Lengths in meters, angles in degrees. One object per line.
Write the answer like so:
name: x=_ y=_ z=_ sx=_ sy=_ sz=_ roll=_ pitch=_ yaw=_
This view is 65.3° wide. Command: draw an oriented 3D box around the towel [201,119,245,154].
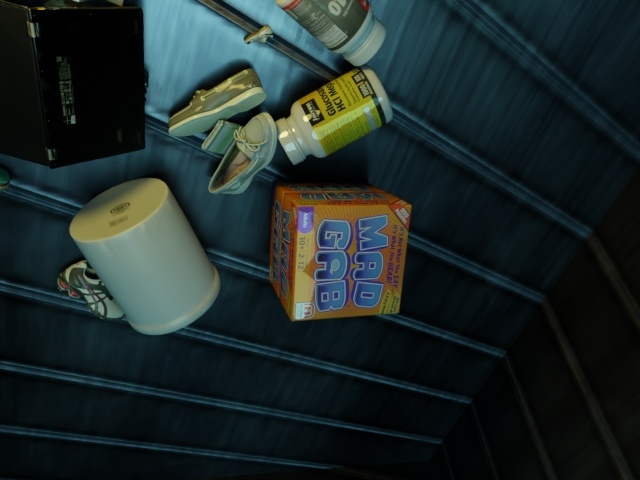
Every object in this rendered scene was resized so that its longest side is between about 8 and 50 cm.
towel: x=-0.276 y=-0.309 z=1.515 sx=0.113 sy=0.023 sz=0.152 roll=-46 pitch=157 yaw=26

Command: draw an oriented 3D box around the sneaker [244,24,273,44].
sneaker: x=-0.169 y=-0.561 z=1.389 sx=0.083 sy=0.032 sz=0.037 roll=-27 pitch=130 yaw=4

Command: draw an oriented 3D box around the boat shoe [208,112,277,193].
boat shoe: x=-0.236 y=-0.251 z=1.510 sx=0.103 sy=0.118 sz=0.320 roll=-19 pitch=160 yaw=-47

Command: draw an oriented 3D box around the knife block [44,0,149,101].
knife block: x=-0.576 y=-0.466 z=1.296 sx=0.275 sy=0.088 sz=0.242 roll=15 pitch=120 yaw=-28

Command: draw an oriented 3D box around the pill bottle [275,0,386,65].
pill bottle: x=0.035 y=-0.609 z=1.334 sx=0.283 sy=0.161 sz=0.161 roll=29 pitch=114 yaw=-33

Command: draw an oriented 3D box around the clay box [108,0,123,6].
clay box: x=-0.563 y=-0.661 z=1.172 sx=0.221 sy=0.053 sz=0.128 roll=15 pitch=121 yaw=-26

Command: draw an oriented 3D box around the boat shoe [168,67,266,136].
boat shoe: x=-0.307 y=-0.393 z=1.438 sx=0.304 sy=0.091 sz=0.109 roll=-22 pitch=175 yaw=8

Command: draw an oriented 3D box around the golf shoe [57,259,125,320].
golf shoe: x=-0.766 y=0.180 z=1.730 sx=0.120 sy=0.105 sz=0.273 roll=-39 pitch=129 yaw=4

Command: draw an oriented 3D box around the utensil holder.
utensil holder: x=-0.535 y=0.046 z=1.561 sx=0.327 sy=0.328 sz=0.386 roll=-20 pitch=127 yaw=-2

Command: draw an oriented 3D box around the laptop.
laptop: x=-0.678 y=-0.405 z=1.234 sx=0.407 sy=0.236 sz=0.382 roll=-24 pitch=140 yaw=-40

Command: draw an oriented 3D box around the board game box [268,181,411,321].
board game box: x=0.042 y=0.016 z=1.635 sx=0.356 sy=0.356 sz=0.357 roll=-1 pitch=107 yaw=-17

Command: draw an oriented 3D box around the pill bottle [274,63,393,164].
pill bottle: x=0.033 y=-0.368 z=1.503 sx=0.333 sy=0.188 sz=0.188 roll=-28 pitch=130 yaw=4

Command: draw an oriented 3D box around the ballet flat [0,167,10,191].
ballet flat: x=-1.016 y=-0.212 z=1.346 sx=0.106 sy=0.108 sz=0.316 roll=-34 pitch=129 yaw=22
